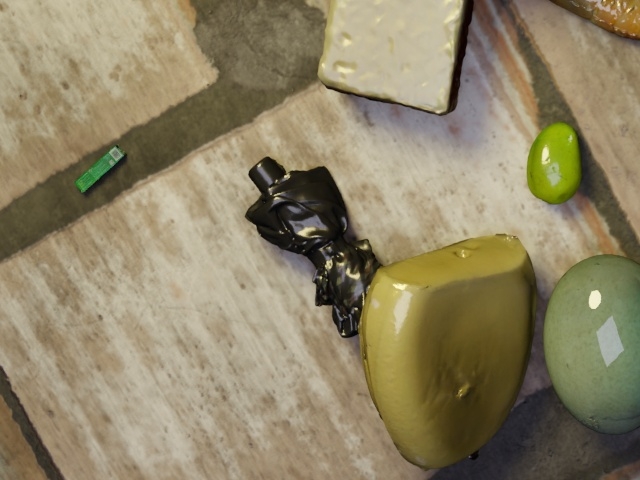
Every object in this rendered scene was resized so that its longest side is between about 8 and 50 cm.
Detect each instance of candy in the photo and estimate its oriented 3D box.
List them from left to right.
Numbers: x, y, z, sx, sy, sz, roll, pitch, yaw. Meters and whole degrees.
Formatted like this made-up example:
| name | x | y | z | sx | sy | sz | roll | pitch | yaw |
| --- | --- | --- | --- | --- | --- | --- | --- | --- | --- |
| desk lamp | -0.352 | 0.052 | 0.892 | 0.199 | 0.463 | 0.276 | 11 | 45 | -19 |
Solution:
| name | x | y | z | sx | sy | sz | roll | pitch | yaw |
| --- | --- | --- | --- | --- | --- | --- | --- | --- | --- |
| candy | 0.109 | -0.330 | 1.638 | 0.179 | 0.135 | 0.321 | 10 | 100 | 8 |

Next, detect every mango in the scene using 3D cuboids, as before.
| name | x | y | z | sx | sy | sz | roll | pitch | yaw |
| --- | --- | --- | --- | --- | --- | --- | --- | --- | --- |
| mango | 0.307 | -0.101 | 1.686 | 0.073 | 0.056 | 0.108 | 12 | 90 | 4 |

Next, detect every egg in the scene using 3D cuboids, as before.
| name | x | y | z | sx | sy | sz | roll | pitch | yaw |
| --- | --- | --- | --- | --- | --- | --- | --- | --- | --- |
| egg | 0.372 | 0.134 | 1.657 | 0.169 | 0.169 | 0.236 | -8 | 99 | 11 |

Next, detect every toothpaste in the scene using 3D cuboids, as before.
| name | x | y | z | sx | sy | sz | roll | pitch | yaw |
| --- | --- | --- | --- | --- | --- | --- | --- | --- | --- |
| toothpaste | -0.309 | -0.102 | 1.812 | 0.083 | 0.017 | 0.020 | -40 | 94 | 14 |

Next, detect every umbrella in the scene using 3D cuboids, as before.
| name | x | y | z | sx | sy | sz | roll | pitch | yaw |
| --- | --- | --- | --- | --- | --- | --- | --- | --- | --- |
| umbrella | 0.001 | 0.000 | 1.736 | 0.122 | 0.110 | 0.272 | -38 | 88 | 14 |

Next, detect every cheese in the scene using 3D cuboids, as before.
| name | x | y | z | sx | sy | sz | roll | pitch | yaw |
| --- | --- | --- | --- | --- | --- | --- | --- | --- | --- |
| cheese | 0.167 | 0.159 | 1.682 | 0.259 | 0.128 | 0.316 | -10 | 117 | -23 |

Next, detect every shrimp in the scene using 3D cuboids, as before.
| name | x | y | z | sx | sy | sz | roll | pitch | yaw |
| --- | --- | --- | --- | --- | --- | --- | --- | --- | --- |
| shrimp | 0.353 | -0.345 | 1.639 | 0.251 | 0.052 | 0.143 | 20 | 93 | -2 |
